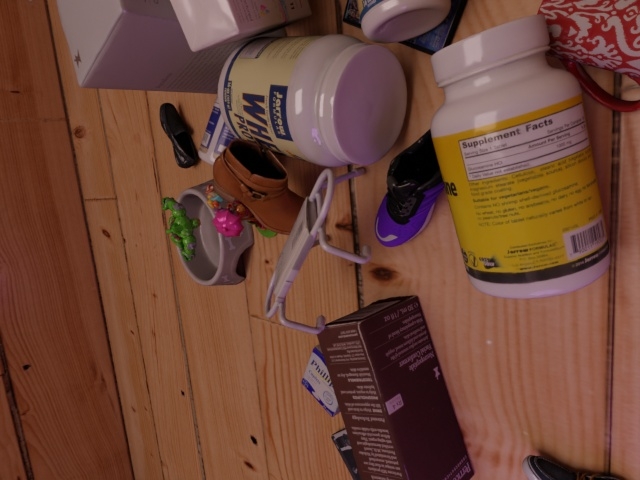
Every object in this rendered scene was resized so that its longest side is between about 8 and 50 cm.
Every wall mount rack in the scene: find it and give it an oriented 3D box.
[{"bbox_3d":[0.000,0.000,0.862,0.304,0.130,0.350,-91,24,-50],"label":"wall mount rack"}]

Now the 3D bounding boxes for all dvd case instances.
[{"bbox_3d":[0.152,-0.454,0.771,0.253,0.022,0.181,39,127,33],"label":"dvd case"},{"bbox_3d":[0.136,0.524,1.048,0.239,0.029,0.179,-47,66,42],"label":"dvd case"}]

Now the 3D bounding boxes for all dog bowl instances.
[{"bbox_3d":[-0.351,-0.016,1.368,0.348,0.102,0.349,15,111,44],"label":"dog bowl"}]

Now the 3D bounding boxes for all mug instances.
[{"bbox_3d":[0.362,-0.249,0.541,0.169,0.113,0.151,36,123,39],"label":"mug"}]

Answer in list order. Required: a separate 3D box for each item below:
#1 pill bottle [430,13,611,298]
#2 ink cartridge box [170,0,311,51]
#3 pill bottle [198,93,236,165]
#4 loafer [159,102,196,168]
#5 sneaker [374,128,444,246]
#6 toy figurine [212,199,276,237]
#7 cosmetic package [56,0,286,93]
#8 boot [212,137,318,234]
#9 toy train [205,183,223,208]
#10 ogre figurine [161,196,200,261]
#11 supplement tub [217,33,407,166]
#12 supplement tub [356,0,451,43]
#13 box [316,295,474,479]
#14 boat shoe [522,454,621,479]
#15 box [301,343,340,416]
[{"bbox_3d":[0.260,-0.106,0.590,0.187,0.187,0.334,-5,107,47],"label":"pill bottle"},{"bbox_3d":[-0.138,-0.506,0.826,0.119,0.353,0.207,-6,118,31],"label":"ink cartridge box"},{"bbox_3d":[-0.181,-0.298,1.038,0.153,0.153,0.265,32,105,37],"label":"pill bottle"},{"bbox_3d":[-0.460,-0.349,1.417,0.078,0.076,0.224,-19,91,42],"label":"loafer"},{"bbox_3d":[0.156,-0.095,0.771,0.102,0.146,0.293,52,132,24],"label":"sneaker"},{"bbox_3d":[-0.220,-0.070,1.170,0.173,0.159,0.130,41,128,32],"label":"toy figurine"},{"bbox_3d":[-0.356,-0.565,1.007,0.327,0.393,0.330,-14,91,48],"label":"cosmetic package"},{"bbox_3d":[-0.094,-0.112,0.933,0.283,0.109,0.220,30,158,-12],"label":"boot"},{"bbox_3d":[-0.271,-0.155,1.201,0.125,0.046,0.166,-37,26,10],"label":"toy train"},{"bbox_3d":[-0.412,-0.035,1.284,0.118,0.096,0.197,-4,86,59],"label":"ogre figurine"},{"bbox_3d":[-0.021,-0.273,0.846,0.324,0.235,0.236,22,116,42],"label":"supplement tub"},{"bbox_3d":[0.118,-0.439,0.686,0.144,0.144,0.200,-9,95,47],"label":"supplement tub"},{"bbox_3d":[0.147,0.322,0.862,0.143,0.191,0.382,-19,87,48],"label":"box"},{"bbox_3d":[0.424,0.392,0.685,0.183,0.065,0.083,32,121,29],"label":"boat shoe"},{"bbox_3d":[0.029,0.339,1.080,0.126,0.072,0.137,38,125,33],"label":"box"}]
